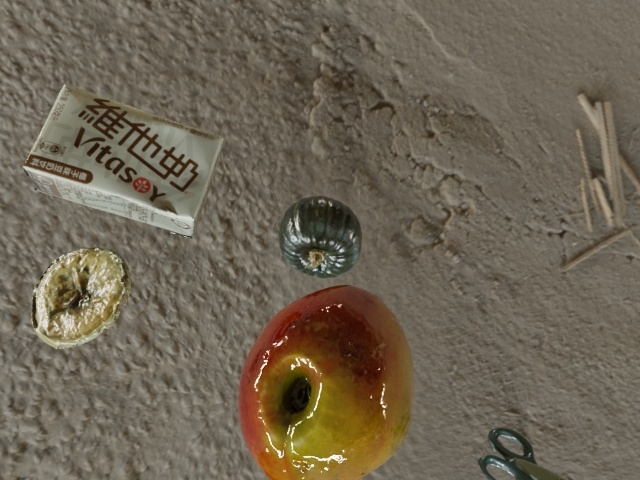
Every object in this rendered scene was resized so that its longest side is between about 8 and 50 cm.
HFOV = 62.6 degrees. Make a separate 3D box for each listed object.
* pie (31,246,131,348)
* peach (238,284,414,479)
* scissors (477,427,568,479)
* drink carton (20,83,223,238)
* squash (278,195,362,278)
[{"bbox_3d":[-0.579,0.130,1.269,0.274,0.055,0.274,-8,61,15],"label":"pie"},{"bbox_3d":[0.017,0.253,0.927,0.290,0.372,0.372,-4,73,14],"label":"peach"},{"bbox_3d":[0.447,0.469,1.001,0.289,0.041,0.138,27,38,18],"label":"scissors"},{"bbox_3d":[-0.380,-0.154,1.045,0.325,0.132,0.194,18,71,-10],"label":"drink carton"},{"bbox_3d":[0.001,-0.004,1.291,0.218,0.218,0.172,-9,34,-11],"label":"squash"}]
